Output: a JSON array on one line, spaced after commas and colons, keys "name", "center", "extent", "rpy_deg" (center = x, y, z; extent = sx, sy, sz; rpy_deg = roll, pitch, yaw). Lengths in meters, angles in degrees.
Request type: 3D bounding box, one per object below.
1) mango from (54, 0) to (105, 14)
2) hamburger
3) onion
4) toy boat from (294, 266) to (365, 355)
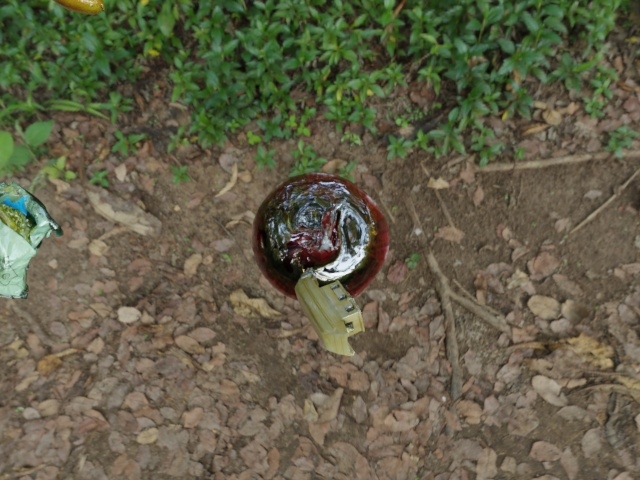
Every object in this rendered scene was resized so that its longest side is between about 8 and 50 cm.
[{"name": "mango", "center": [-0.568, -0.563, 1.174], "extent": [0.127, 0.063, 0.077], "rpy_deg": [12, 48, -28]}, {"name": "hamburger", "center": [-0.758, -0.007, 1.138], "extent": [0.261, 0.150, 0.275], "rpy_deg": [26, 86, 3]}, {"name": "onion", "center": [0.000, 0.000, 0.969], "extent": [0.273, 0.285, 0.272], "rpy_deg": [0, 94, -3]}, {"name": "toy boat", "center": [0.015, 0.107, 0.823], "extent": [0.077, 0.057, 0.200], "rpy_deg": [-23, 33, -11]}]
